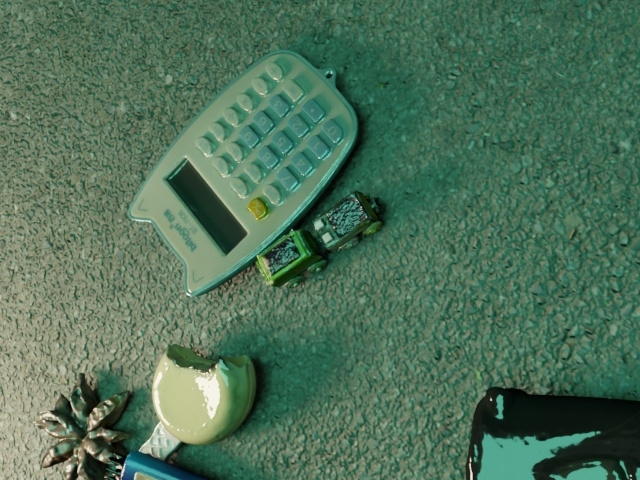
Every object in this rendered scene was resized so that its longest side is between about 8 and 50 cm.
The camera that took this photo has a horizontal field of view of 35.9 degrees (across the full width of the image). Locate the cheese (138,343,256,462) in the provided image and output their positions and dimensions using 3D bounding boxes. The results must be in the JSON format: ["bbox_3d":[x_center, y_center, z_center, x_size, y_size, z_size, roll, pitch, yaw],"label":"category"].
[{"bbox_3d":[-0.189,0.267,1.482,0.163,0.071,0.248,23,106,25],"label":"cheese"}]

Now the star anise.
[{"bbox_3d":[-0.369,0.310,1.568,0.182,0.065,0.195,42,94,18],"label":"star anise"}]

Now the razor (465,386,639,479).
[{"bbox_3d":[0.351,0.291,1.203,0.349,0.113,0.204,5,86,28],"label":"razor"}]

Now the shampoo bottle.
[{"bbox_3d":[-0.238,0.370,1.486,0.183,0.050,0.087,17,121,15],"label":"shampoo bottle"}]

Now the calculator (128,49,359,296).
[{"bbox_3d":[-0.108,-0.112,1.487,0.386,0.054,0.256,-47,62,11],"label":"calculator"}]

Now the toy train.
[{"bbox_3d":[0.000,0.000,1.419,0.202,0.081,0.060,-35,70,17],"label":"toy train"}]
